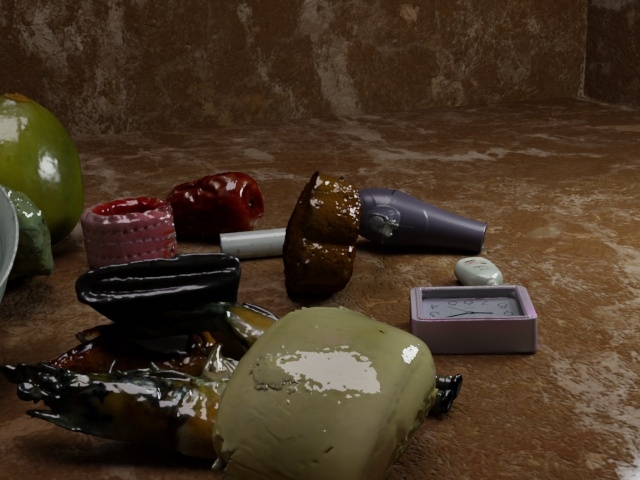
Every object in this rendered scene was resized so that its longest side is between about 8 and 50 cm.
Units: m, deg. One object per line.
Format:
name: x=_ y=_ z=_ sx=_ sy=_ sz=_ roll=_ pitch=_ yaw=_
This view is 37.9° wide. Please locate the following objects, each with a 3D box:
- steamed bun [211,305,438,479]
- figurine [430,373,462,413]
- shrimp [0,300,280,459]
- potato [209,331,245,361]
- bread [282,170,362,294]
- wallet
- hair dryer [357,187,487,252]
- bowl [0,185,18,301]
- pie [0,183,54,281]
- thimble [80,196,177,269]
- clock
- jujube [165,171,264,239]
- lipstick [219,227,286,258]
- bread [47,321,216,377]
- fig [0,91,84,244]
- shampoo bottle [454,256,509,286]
steamed bun: x=0.006 y=0.180 z=1.095 sx=0.232 sy=0.166 sz=0.273 roll=26 pitch=41 yaw=18
figurine: x=0.093 y=0.183 z=1.295 sx=0.195 sy=0.108 sz=0.114 roll=14 pitch=45 yaw=26
shrimp: x=-0.208 y=0.166 z=1.241 sx=0.444 sy=0.085 sz=0.272 roll=4 pitch=41 yaw=-5
potato: x=-0.140 y=0.149 z=1.442 sx=0.137 sy=0.092 sz=0.070 roll=8 pitch=33 yaw=28
bread: x=0.001 y=-0.010 z=1.727 sx=0.135 sy=0.232 sz=0.247 roll=8 pitch=10 yaw=1
wallet: x=-0.239 y=0.080 z=1.452 sx=0.228 sy=0.062 sz=0.406 roll=-8 pitch=-7 yaw=-8
hair dryer: x=0.166 y=-0.024 z=1.842 sx=0.301 sy=0.121 sz=0.361 roll=13 pitch=9 yaw=13
bowl: x=-0.655 y=0.086 z=1.428 sx=0.434 sy=0.196 sz=0.435 roll=-1 pitch=50 yaw=1
pie: x=-0.685 y=0.002 z=1.721 sx=0.417 sy=0.181 sz=0.395 roll=0 pitch=-18 yaw=2
thimble: x=-0.399 y=-0.016 z=1.944 sx=0.189 sy=0.125 sz=0.163 roll=-7 pitch=19 yaw=-14
clock: x=0.244 y=0.126 z=1.514 sx=0.197 sy=0.063 sz=0.150 roll=-1 pitch=18 yaw=5
jujube: x=-0.242 y=-0.074 z=2.084 sx=0.230 sy=0.155 sz=0.155 roll=-3 pitch=16 yaw=19
lipstick: x=-0.081 y=0.003 z=1.959 sx=0.263 sy=0.059 sz=0.059 roll=-5 pitch=17 yaw=-9
bread: x=-0.266 y=0.175 z=1.385 sx=0.268 sy=0.095 sz=0.139 roll=-5 pitch=20 yaw=24
fig: x=-0.672 y=-0.142 z=2.025 sx=0.343 sy=0.344 sz=0.343 roll=-2 pitch=17 yaw=1
shampoo bottle: x=0.300 y=0.073 z=1.711 sx=0.077 sy=0.045 sz=0.152 roll=-5 pitch=18 yaw=-9
